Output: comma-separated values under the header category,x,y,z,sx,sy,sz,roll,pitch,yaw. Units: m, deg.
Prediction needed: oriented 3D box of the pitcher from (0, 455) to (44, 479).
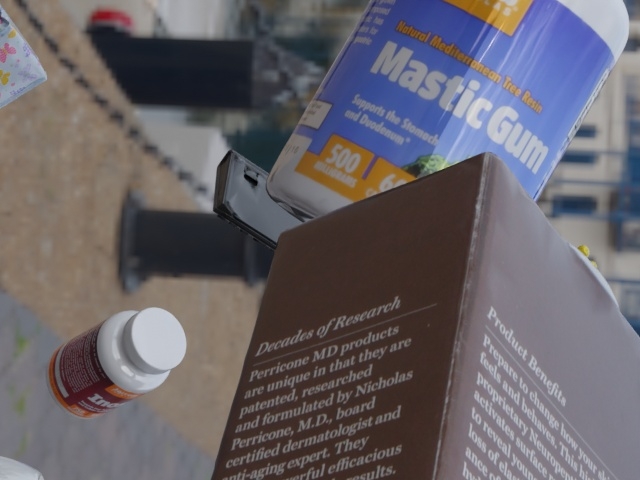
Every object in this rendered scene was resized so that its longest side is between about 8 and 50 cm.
category,x,y,z,sx,sy,sz,roll,pitch,yaw
pitcher,-0.315,0.256,1.267,0.125,0.207,0.177,89,-7,-57

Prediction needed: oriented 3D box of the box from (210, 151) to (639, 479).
category,x,y,z,sx,sy,sz,roll,pitch,yaw
box,0.046,0.167,0.699,0.191,0.143,0.381,48,40,-30

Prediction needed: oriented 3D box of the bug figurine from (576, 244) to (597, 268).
category,x,y,z,sx,sy,sz,roll,pitch,yaw
bug figurine,0.287,0.048,1.323,0.216,0.279,0.072,61,14,-22

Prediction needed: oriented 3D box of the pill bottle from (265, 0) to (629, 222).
category,x,y,z,sx,sy,sz,roll,pitch,yaw
pill bottle,0.095,-0.109,1.009,0.272,0.152,0.152,-60,169,-3

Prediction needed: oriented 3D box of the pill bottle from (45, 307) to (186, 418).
category,x,y,z,sx,sy,sz,roll,pitch,yaw
pill bottle,-0.205,0.121,1.654,0.152,0.086,0.086,-29,-137,45

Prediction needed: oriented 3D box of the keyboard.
category,x,y,z,sx,sy,sz,roll,pitch,yaw
keyboard,0.000,0.000,1.185,0.023,0.180,0.108,-46,-159,28

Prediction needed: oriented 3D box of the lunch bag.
category,x,y,z,sx,sy,sz,roll,pitch,yaw
lunch bag,-0.290,-0.152,1.409,0.053,0.083,0.071,54,-3,45
